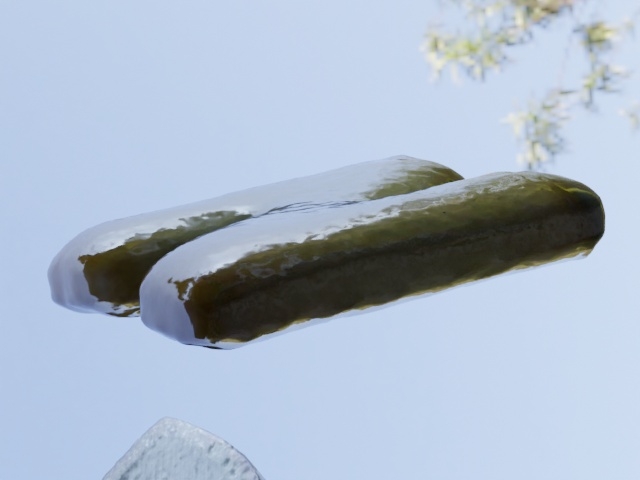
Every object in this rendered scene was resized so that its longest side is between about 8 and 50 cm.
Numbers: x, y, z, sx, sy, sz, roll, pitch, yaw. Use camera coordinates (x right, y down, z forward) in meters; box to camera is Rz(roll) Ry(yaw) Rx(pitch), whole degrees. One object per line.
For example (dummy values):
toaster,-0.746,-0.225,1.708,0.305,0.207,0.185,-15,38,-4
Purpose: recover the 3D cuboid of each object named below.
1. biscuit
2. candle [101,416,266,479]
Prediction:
biscuit,0.000,0.000,0.923,0.291,0.237,0.062,-14,-78,-27
candle,-0.115,0.213,1.175,0.068,0.192,0.168,57,-158,-35
